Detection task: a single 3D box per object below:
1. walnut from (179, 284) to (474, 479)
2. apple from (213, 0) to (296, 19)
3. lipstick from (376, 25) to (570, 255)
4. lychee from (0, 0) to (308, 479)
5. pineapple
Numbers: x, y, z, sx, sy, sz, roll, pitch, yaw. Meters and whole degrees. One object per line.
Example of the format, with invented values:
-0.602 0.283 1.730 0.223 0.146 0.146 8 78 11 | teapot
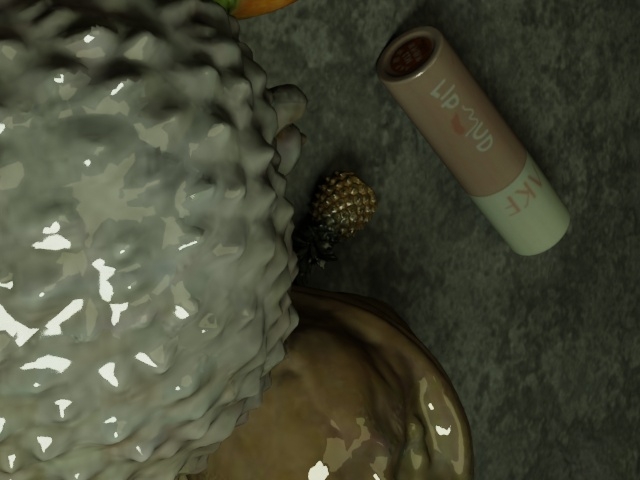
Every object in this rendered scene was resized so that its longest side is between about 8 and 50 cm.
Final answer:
-0.001 0.163 1.354 0.273 0.227 0.273 2 87 -43 | walnut
-0.077 -0.321 1.159 0.339 0.339 0.340 -5 97 -46 | apple
0.145 -0.088 1.598 0.254 0.070 0.070 49 60 -37 | lipstick
-0.199 -0.009 1.038 0.432 0.380 0.380 -19 108 -21 | lychee
0.000 0.000 1.471 0.124 0.058 0.058 -56 129 -20 | pineapple
